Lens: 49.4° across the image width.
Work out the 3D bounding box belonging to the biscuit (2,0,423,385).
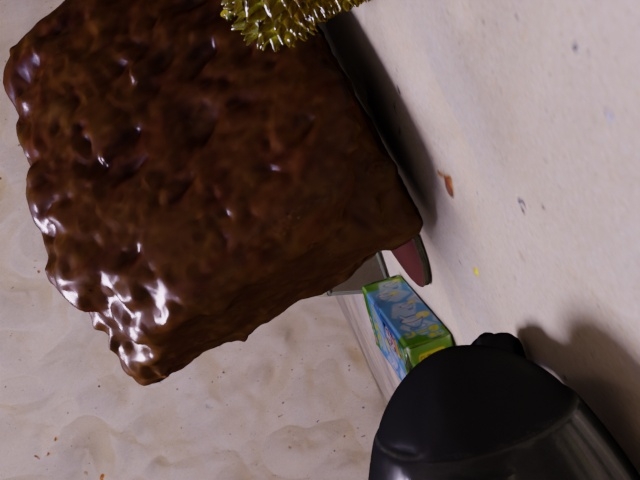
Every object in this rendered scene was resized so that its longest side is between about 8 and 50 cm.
[{"bbox_3d":[-0.127,-0.105,0.689,0.395,0.342,0.166,63,-173,21],"label":"biscuit"}]

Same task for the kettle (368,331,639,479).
[{"bbox_3d":[0.132,0.187,0.423,0.207,0.250,0.271,-11,98,56],"label":"kettle"}]

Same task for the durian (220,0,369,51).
[{"bbox_3d":[-0.050,-0.211,0.514,0.147,0.102,0.208,63,156,-8],"label":"durian"}]

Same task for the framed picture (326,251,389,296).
[{"bbox_3d":[0.041,0.029,1.071,0.011,0.109,0.149,-74,-30,-47],"label":"framed picture"}]

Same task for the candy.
[{"bbox_3d":[0.114,0.126,0.895,0.194,0.062,0.097,-125,17,-67],"label":"candy"}]

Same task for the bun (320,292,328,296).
[{"bbox_3d":[0.000,0.000,1.177,0.164,0.111,0.188,45,-136,-38],"label":"bun"}]

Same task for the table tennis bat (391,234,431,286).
[{"bbox_3d":[0.070,-0.045,0.835,0.247,0.022,0.138,59,172,44],"label":"table tennis bat"}]
